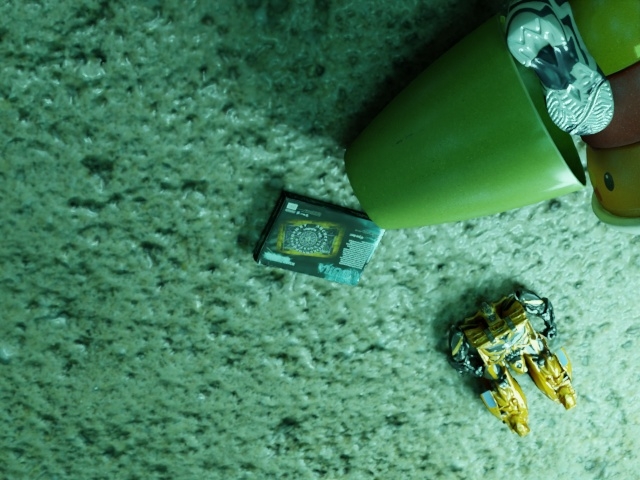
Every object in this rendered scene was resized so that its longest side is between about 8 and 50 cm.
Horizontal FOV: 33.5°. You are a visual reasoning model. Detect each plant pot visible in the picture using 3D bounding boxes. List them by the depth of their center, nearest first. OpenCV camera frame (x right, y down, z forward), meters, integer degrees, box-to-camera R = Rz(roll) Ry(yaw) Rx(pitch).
[{"bbox_3d":[0.191,-0.139,1.549,0.293,0.275,0.275,-26,128,20],"label":"plant pot"}]

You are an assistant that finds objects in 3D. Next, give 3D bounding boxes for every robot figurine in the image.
[{"bbox_3d":[0.352,0.217,1.914,0.211,0.085,0.291,-31,126,3],"label":"robot figurine"}]

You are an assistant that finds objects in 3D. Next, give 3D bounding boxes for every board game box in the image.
[{"bbox_3d":[0.000,0.000,1.697,0.186,0.026,0.126,15,116,-26],"label":"board game box"}]

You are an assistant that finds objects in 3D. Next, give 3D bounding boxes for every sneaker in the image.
[{"bbox_3d":[0.325,-0.262,1.459,0.094,0.153,0.235,-29,128,33],"label":"sneaker"}]

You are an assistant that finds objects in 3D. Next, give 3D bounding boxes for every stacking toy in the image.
[{"bbox_3d":[0.455,-0.281,1.549,0.350,0.350,0.480,-35,106,6],"label":"stacking toy"}]
